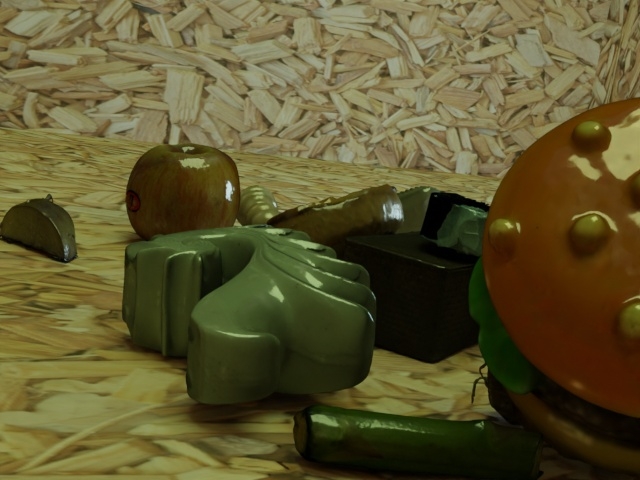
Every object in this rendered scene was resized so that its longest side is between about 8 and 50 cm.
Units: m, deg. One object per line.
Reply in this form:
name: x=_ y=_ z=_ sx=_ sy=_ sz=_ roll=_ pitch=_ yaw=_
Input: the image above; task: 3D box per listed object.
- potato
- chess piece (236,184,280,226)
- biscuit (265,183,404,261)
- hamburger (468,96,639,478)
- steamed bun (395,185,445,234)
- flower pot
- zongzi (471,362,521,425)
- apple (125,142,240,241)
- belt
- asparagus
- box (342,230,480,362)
potato: x=-0.444 y=-0.029 z=1.749 sx=0.172 sy=0.089 sz=0.100 roll=16 pitch=10 yaw=37
chess piece: x=-0.121 y=-0.046 z=2.136 sx=0.094 sy=0.094 sz=0.170 roll=7 pitch=16 yaw=-14
biscuit: x=0.000 y=0.000 z=1.712 sx=0.296 sy=0.102 sz=0.296 roll=-22 pitch=-6 yaw=-2
hamburger: x=0.365 y=0.034 z=1.102 sx=0.395 sy=0.396 sz=0.277 roll=13 pitch=-28 yaw=19
steamed bun: x=0.163 y=-0.024 z=2.141 sx=0.218 sy=0.144 sz=0.211 roll=-21 pitch=3 yaw=1
flower pot: x=-0.080 y=0.088 z=1.272 sx=0.254 sy=0.165 sz=0.367 roll=-2 pitch=15 yaw=-27
zongzi: x=0.314 y=0.201 z=1.211 sx=0.247 sy=0.111 sz=0.241 roll=3 pitch=19 yaw=-4
apple: x=-0.251 y=-0.081 z=1.936 sx=0.211 sy=0.188 sz=0.211 roll=6 pitch=12 yaw=-1
belt: x=0.229 y=-0.020 z=1.577 sx=0.151 sy=0.078 sz=0.198 roll=17 pitch=8 yaw=15
asparagus: x=0.109 y=0.209 z=1.074 sx=0.277 sy=0.067 sz=0.060 roll=7 pitch=36 yaw=-11
box: x=0.161 y=0.076 z=1.603 sx=0.184 sy=0.143 sz=0.273 roll=15 pitch=11 yaw=30
